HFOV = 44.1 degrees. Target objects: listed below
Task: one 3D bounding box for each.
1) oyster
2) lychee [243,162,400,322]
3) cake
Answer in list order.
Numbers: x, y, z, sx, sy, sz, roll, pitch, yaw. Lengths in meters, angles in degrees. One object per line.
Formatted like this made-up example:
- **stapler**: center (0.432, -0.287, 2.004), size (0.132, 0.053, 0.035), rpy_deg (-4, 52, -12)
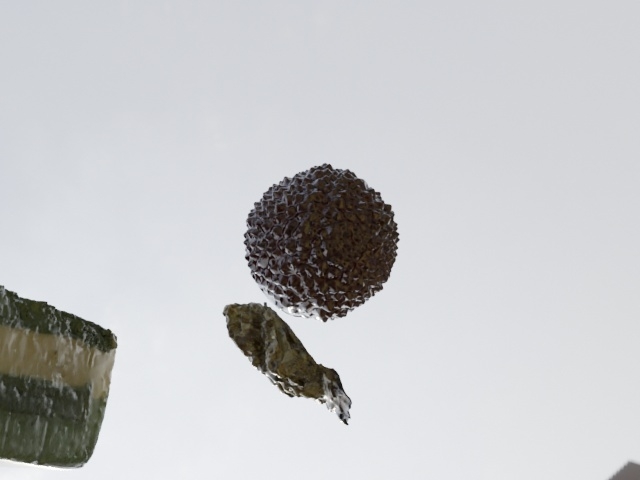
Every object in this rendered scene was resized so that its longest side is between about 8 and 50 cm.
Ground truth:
- **oyster**: center (-0.035, 0.127, 0.819), size (0.056, 0.105, 0.177), rpy_deg (-44, -95, -11)
- **lychee**: center (0.003, 0.002, 0.598), size (0.123, 0.129, 0.123), rpy_deg (2, -96, -23)
- **cake**: center (-0.274, 0.128, 0.733), size (0.172, 0.283, 0.158), rpy_deg (10, -109, -18)
